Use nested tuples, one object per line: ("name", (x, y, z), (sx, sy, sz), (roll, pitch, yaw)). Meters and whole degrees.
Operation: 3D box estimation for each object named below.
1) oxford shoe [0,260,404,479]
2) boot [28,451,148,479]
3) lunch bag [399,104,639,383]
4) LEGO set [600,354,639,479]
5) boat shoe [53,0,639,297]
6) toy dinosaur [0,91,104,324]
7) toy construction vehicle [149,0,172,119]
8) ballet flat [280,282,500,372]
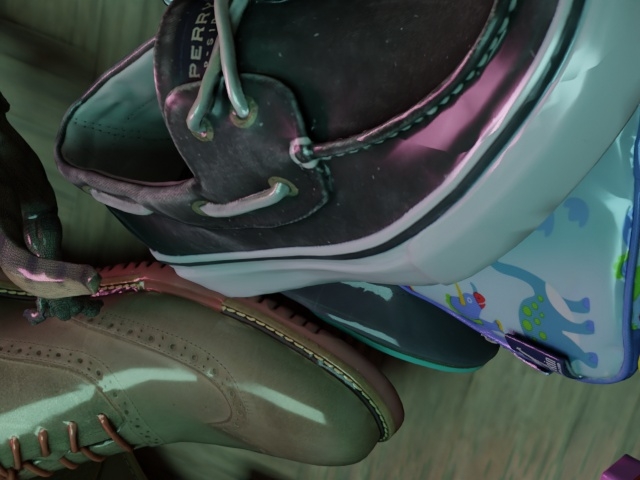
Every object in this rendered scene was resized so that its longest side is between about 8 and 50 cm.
("oxford shoe", (-0.125, 0.087, 0.817), (0.348, 0.130, 0.123), (7, 143, 29))
("boot", (-0.141, 0.209, 0.944), (0.283, 0.109, 0.220), (20, 128, 5))
("lunch bag", (0.094, -0.059, 0.654), (0.176, 0.090, 0.219), (30, 130, 41))
("LEGO set", (0.180, 0.039, 0.578), (0.093, 0.087, 0.227), (28, 127, 32))
("boat shoe", (-0.012, -0.047, 0.583), (0.119, 0.121, 0.335), (24, 155, -24))
("toy dinosaur", (-0.156, -0.021, 0.748), (0.268, 0.064, 0.118), (54, 157, 42))
("toy construction vehicle", (-0.048, -0.105, 0.723), (0.035, 0.086, 0.098), (20, 124, 6))
("ballet flat", (0.000, 0.000, 0.770), (0.203, 0.074, 0.074), (23, 124, 14))
